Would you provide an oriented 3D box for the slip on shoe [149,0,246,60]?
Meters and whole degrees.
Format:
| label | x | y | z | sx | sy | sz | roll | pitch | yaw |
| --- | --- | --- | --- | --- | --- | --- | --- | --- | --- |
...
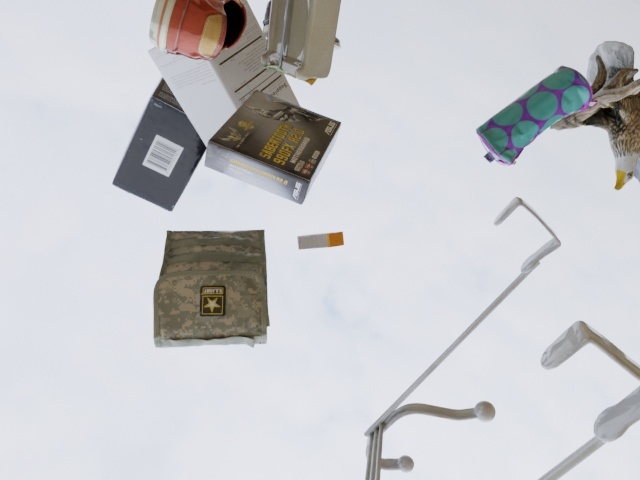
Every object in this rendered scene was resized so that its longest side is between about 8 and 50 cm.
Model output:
| label | x | y | z | sx | sy | sz | roll | pitch | yaw |
| --- | --- | --- | --- | --- | --- | --- | --- | --- | --- |
| slip on shoe | -0.161 | -0.333 | 0.839 | 0.101 | 0.123 | 0.331 | 19 | -155 | -7 |

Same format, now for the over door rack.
| label | x | y | z | sx | sy | sz | roll | pitch | yaw |
| --- | --- | --- | --- | --- | --- | --- | --- | --- | --- |
| over door rack | 0.128 | 0.157 | 0.439 | 0.108 | 0.324 | 0.239 | 25 | -157 | -1 |

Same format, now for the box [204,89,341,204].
| label | x | y | z | sx | sy | sz | roll | pitch | yaw |
| --- | --- | --- | --- | --- | --- | --- | --- | --- | --- |
| box | -0.077 | -0.177 | 1.006 | 0.183 | 0.056 | 0.231 | 23 | -141 | 2 |

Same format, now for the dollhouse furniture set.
| label | x | y | z | sx | sy | sz | roll | pitch | yaw |
| --- | --- | --- | --- | --- | --- | --- | --- | --- | --- |
| dollhouse furniture set | 0.025 | -0.389 | 0.827 | 0.151 | 0.301 | 0.197 | -1 | -156 | -24 |

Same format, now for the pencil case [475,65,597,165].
| label | x | y | z | sx | sy | sz | roll | pitch | yaw |
| --- | --- | --- | --- | --- | --- | --- | --- | --- | --- |
| pencil case | 0.284 | -0.164 | 0.742 | 0.070 | 0.152 | 0.064 | 53 | -174 | 5 |

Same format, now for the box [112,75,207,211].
| label | x | y | z | sx | sy | sz | roll | pitch | yaw |
| --- | --- | --- | --- | --- | --- | --- | --- | --- | --- |
| box | -0.401 | -0.295 | 1.509 | 0.183 | 0.296 | 0.294 | 26 | -147 | -19 |

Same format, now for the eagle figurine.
| label | x | y | z | sx | sy | sz | roll | pitch | yaw |
| --- | --- | --- | --- | --- | --- | --- | --- | --- | --- |
| eagle figurine | 0.554 | -0.178 | 0.943 | 0.298 | 0.225 | 0.226 | 17 | -152 | -15 |

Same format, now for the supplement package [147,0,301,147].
| label | x | y | z | sx | sy | sz | roll | pitch | yaw |
| --- | --- | --- | --- | --- | --- | --- | --- | --- | --- |
| supplement package | -0.199 | -0.342 | 1.233 | 0.175 | 0.177 | 0.293 | -49 | -57 | -35 |

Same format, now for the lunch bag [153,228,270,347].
| label | x | y | z | sx | sy | sz | roll | pitch | yaw |
| --- | --- | --- | --- | --- | --- | --- | --- | --- | --- |
| lunch bag | -0.233 | 0.112 | 1.220 | 0.235 | 0.169 | 0.287 | -1 | -141 | -7 |

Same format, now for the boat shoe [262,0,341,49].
| label | x | y | z | sx | sy | sz | roll | pitch | yaw |
| --- | --- | --- | --- | --- | --- | --- | --- | --- | --- |
| boat shoe | -0.030 | -0.417 | 1.090 | 0.206 | 0.075 | 0.065 | -5 | -86 | -49 |

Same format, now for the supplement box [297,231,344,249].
| label | x | y | z | sx | sy | sz | roll | pitch | yaw |
| --- | --- | --- | --- | --- | --- | --- | --- | --- | --- |
| supplement box | 0.000 | 0.000 | 1.356 | 0.062 | 0.098 | 0.036 | -9 | -87 | -53 |
